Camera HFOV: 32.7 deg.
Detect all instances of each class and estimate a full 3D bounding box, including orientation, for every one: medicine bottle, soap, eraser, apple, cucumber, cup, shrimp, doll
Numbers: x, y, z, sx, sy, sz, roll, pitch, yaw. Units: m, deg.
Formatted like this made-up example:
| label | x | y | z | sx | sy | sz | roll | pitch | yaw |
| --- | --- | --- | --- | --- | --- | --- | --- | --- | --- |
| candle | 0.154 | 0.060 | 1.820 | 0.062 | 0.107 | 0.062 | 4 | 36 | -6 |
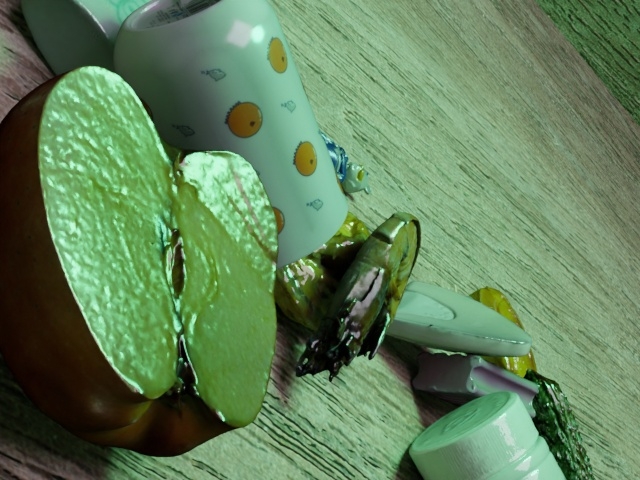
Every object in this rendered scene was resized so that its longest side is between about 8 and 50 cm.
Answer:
| label | x | y | z | sx | sy | sz | roll | pitch | yaw |
| --- | --- | --- | --- | --- | --- | --- | --- | --- | --- |
| medicine bottle | 0.281 | 0.403 | 1.592 | 0.332 | 0.190 | 0.190 | 62 | 28 | 3 |
| soap | 0.253 | 0.237 | 1.768 | 0.203 | 0.122 | 0.065 | 26 | 69 | -45 |
| eraser | 0.215 | 0.142 | 1.738 | 0.204 | 0.243 | 0.059 | -27 | 133 | -62 |
| eraser | -0.261 | -0.297 | 1.448 | 0.189 | 0.104 | 0.290 | 60 | 27 | -19 |
| apple | -0.180 | 0.025 | 1.096 | 0.329 | 0.295 | 0.365 | 1 | 62 | -15 |
| cucumber | 0.414 | 0.385 | 1.857 | 0.096 | 0.096 | 0.359 | -18 | 92 | -62 |
| cup | -0.111 | -0.143 | 1.326 | 0.212 | 0.212 | 0.317 | -70 | 146 | -55 |
| shrimp | 0.063 | 0.094 | 1.519 | 0.289 | 0.075 | 0.178 | -64 | 154 | -25 |
| doll | 0.008 | -0.141 | 1.793 | 0.227 | 0.057 | 0.114 | 34 | 34 | -37 |

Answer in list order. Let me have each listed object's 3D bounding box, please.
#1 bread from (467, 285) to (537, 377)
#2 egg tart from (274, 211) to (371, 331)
| label | x | y | z | sx | sy | sz | roll | pitch | yaw |
| --- | --- | --- | --- | --- | --- | --- | --- | --- | --- |
| bread | 0.319 | 0.200 | 1.951 | 0.102 | 0.094 | 0.245 | 16 | 53 | -48 |
| egg tart | 0.000 | 0.000 | 1.585 | 0.297 | 0.132 | 0.297 | 44 | 27 | -29 |
